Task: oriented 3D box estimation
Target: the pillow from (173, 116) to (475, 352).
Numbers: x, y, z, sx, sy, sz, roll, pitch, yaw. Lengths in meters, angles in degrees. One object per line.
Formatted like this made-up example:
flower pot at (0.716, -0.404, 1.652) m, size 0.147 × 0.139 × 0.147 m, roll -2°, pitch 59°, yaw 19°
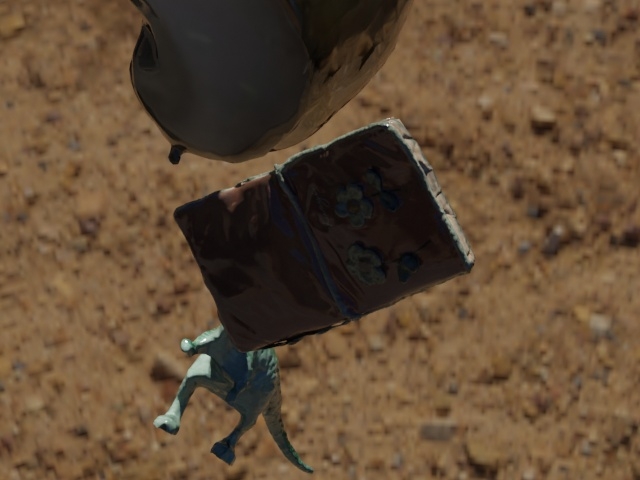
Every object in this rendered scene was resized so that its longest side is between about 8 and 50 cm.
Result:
pillow at (0.000, 0.000, 1.320) m, size 0.043 × 0.232 × 0.126 m, roll -32°, pitch 97°, yaw -49°

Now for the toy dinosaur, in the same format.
toy dinosaur at (-0.081, 0.151, 1.660) m, size 0.129 × 0.383 × 0.076 m, roll -40°, pitch 68°, yaw -18°

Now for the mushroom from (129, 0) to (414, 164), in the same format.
mushroom at (-0.029, -0.252, 0.863) m, size 0.313 × 0.224 × 0.397 m, roll 25°, pitch 52°, yaw 26°
